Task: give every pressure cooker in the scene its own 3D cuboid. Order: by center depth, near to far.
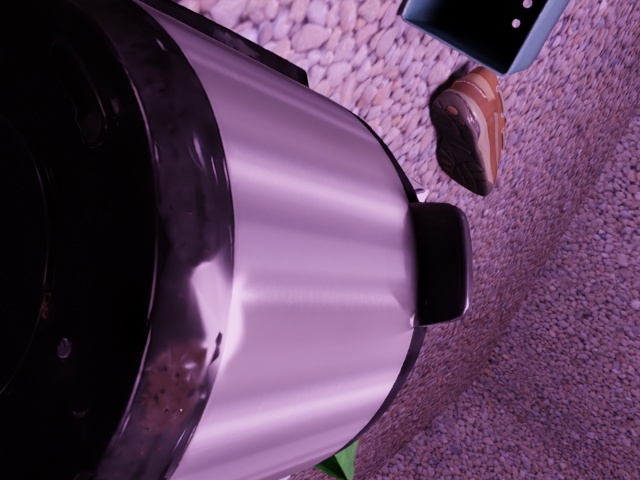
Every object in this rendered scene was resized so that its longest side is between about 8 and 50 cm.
[{"bbox_3d":[-0.115,0.028,0.559,0.376,0.370,0.420,-54,152,16],"label":"pressure cooker"}]

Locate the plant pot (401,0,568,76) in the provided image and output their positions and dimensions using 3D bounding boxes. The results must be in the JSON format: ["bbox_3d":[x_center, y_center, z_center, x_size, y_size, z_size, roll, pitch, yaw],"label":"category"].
[{"bbox_3d":[0.256,-0.337,0.930,0.234,0.165,0.166,-23,145,-58],"label":"plant pot"}]

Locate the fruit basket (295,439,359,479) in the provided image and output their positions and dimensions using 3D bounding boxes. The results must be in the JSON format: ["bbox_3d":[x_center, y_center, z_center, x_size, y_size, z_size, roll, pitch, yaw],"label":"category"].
[{"bbox_3d":[-0.090,0.377,1.244,0.392,0.282,0.392,-53,156,-37],"label":"fruit basket"}]

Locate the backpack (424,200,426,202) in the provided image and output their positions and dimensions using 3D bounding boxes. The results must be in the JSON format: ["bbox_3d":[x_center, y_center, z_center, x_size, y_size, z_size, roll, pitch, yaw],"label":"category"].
[{"bbox_3d":[0.130,-0.058,1.161,0.114,0.105,0.084,-17,120,-64],"label":"backpack"}]

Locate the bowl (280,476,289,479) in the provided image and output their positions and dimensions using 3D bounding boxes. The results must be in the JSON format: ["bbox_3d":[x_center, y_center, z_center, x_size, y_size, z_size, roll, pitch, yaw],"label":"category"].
[{"bbox_3d":[-0.183,0.312,1.003,0.289,0.156,0.290,-26,144,-21],"label":"bowl"}]

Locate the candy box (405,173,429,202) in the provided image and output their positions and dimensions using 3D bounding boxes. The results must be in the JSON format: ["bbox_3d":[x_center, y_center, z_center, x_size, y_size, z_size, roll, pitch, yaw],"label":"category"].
[{"bbox_3d":[0.015,-0.047,0.870,0.070,0.196,0.165,-15,138,-50],"label":"candy box"}]

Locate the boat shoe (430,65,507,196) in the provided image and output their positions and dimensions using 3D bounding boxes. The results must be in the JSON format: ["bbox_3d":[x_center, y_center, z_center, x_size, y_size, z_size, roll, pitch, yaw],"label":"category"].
[{"bbox_3d":[0.287,-0.190,1.224,0.120,0.122,0.324,-50,156,-8],"label":"boat shoe"}]
